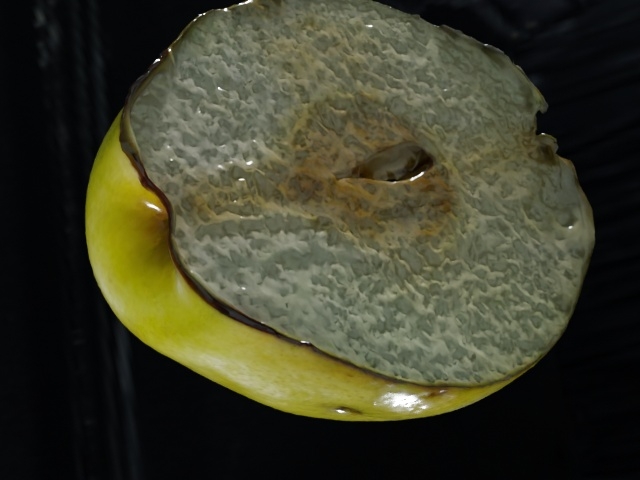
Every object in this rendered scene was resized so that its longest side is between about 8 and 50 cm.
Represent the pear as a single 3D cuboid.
[{"bbox_3d":[0.000,0.000,1.245,0.386,0.191,0.340,-8,-118,-35],"label":"pear"}]
